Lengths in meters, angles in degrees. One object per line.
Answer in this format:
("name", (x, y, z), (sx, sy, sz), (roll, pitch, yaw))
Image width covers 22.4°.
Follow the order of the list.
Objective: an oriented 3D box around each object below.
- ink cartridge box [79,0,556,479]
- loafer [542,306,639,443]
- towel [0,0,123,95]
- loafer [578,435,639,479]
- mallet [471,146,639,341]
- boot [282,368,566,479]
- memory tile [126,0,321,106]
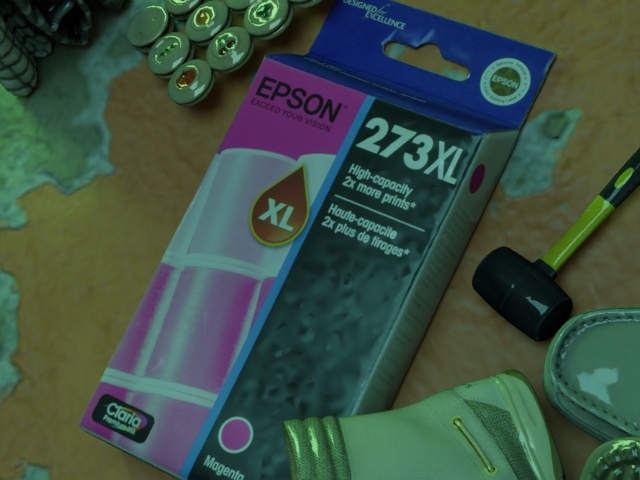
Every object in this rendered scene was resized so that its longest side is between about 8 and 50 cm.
("ink cartridge box", (0.000, 0.000, 1.079), (0.175, 0.069, 0.371), (22, 78, 25))
("loafer", (0.277, 0.093, 0.913), (0.319, 0.111, 0.112), (10, 74, 23))
("towel", (-0.275, -0.276, 1.179), (0.121, 0.235, 0.284), (-34, 64, 0))
("loafer", (0.263, 0.175, 0.841), (0.268, 0.092, 0.102), (21, 99, 25))
("mallet", (0.172, -0.024, 1.040), (0.062, 0.039, 0.190), (32, 80, 29))
("boot", (0.071, 0.186, 0.945), (0.165, 0.077, 0.213), (-10, 60, -12))
("memory tile", (-0.068, -0.171, 1.172), (0.148, 0.012, 0.113), (-40, 49, 5))
